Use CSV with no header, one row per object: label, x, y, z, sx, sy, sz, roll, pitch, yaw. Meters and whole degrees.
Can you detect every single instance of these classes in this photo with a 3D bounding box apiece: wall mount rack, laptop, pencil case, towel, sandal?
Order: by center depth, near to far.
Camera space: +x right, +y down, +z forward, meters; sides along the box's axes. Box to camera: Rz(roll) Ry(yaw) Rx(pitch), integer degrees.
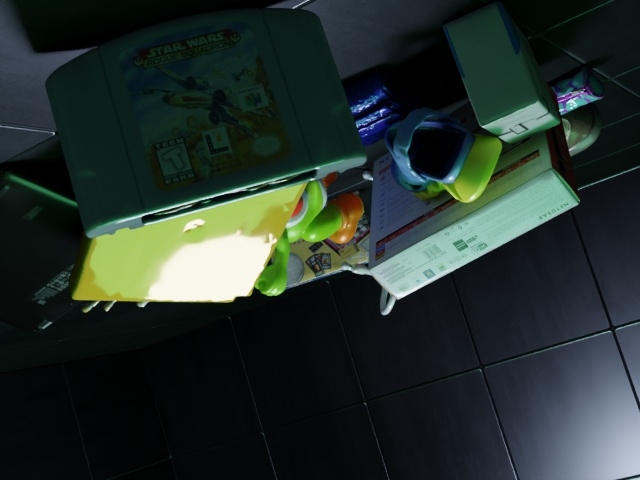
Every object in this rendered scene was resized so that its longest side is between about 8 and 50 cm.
sandal,0.155,-0.136,1.440,0.138,0.126,0.317,27,176,-10
towel,0.000,-0.156,1.524,0.308,0.076,0.227,-20,170,19
laptop,-0.400,-0.034,1.580,0.407,0.236,0.382,26,137,-35
pencil case,0.435,-0.258,1.774,0.151,0.065,0.070,-25,-175,40
wall mount rack,0.125,-0.032,1.915,0.130,0.350,0.304,14,178,-6

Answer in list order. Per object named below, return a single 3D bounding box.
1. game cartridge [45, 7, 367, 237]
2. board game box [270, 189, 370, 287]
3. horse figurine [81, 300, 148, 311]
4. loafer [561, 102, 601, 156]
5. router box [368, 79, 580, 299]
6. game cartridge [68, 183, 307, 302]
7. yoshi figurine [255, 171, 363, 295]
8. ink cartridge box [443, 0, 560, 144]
game cartridge,-0.120,-0.133,1.007,0.297,0.198,0.062,-16,172,-11
board game box,0.000,0.000,2.242,0.243,0.165,0.042,-18,172,8
horse figurine,-0.291,0.047,1.654,0.174,0.066,0.263,-30,-167,26
loafer,0.387,-0.192,1.994,0.130,0.134,0.366,21,137,-39
router box,0.235,-0.098,1.577,0.335,0.082,0.301,-31,-149,28
game cartridge,-0.184,-0.033,1.385,0.285,0.053,0.324,3,136,-29
yoshi figurine,-0.106,-0.011,1.720,0.203,0.203,0.362,11,-154,43
ink cartridge box,0.253,-0.224,1.341,0.085,0.148,0.203,-23,171,20
